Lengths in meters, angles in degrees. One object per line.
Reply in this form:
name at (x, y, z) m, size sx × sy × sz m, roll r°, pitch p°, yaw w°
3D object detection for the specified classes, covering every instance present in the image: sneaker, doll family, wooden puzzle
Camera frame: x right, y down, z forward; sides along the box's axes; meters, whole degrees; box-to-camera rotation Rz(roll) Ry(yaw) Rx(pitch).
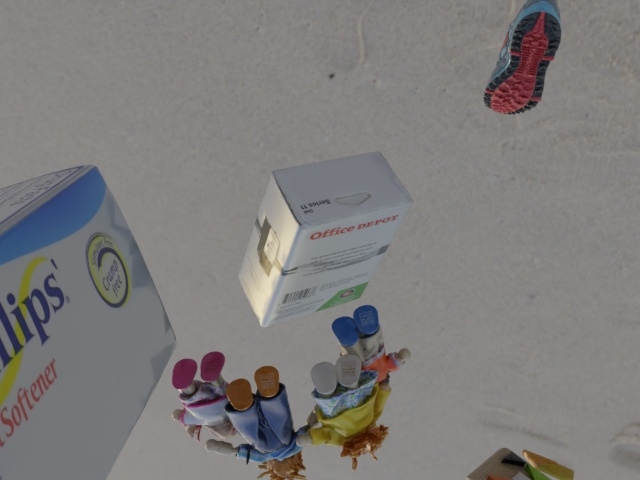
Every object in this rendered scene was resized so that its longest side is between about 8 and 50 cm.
sneaker at (0.379, -0.342, 1.374) m, size 0.104 × 0.125 × 0.262 m, roll 18°, pitch 147°, yaw 1°
doll family at (-0.023, 0.184, 0.765) m, size 0.263 × 0.118 × 0.163 m, roll -15°, pitch 138°, yaw 0°
wooden puzzle at (0.170, 0.206, 0.635) m, size 0.079 × 0.116 × 0.014 m, roll 25°, pitch 116°, yaw 26°

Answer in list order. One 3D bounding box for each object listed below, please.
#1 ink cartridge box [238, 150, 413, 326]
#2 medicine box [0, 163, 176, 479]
ink cartridge box at (0.000, 0.000, 0.901) m, size 0.087 × 0.153 × 0.208 m, roll 61°, pitch 148°, yaw 27°
medicine box at (-0.264, 0.095, 0.409) m, size 0.289 × 0.263 × 0.149 m, roll -15°, pitch 109°, yaw 11°
